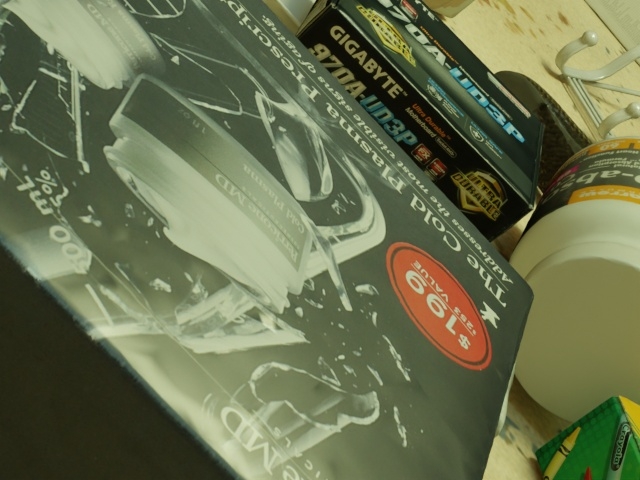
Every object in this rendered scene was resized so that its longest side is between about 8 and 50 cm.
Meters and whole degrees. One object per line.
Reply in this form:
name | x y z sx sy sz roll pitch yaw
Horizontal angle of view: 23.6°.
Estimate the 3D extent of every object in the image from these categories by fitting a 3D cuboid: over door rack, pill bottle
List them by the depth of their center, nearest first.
pill bottle | 0.231 0.027 1.190 0.162 0.162 0.278 48 24 -3
over door rack | 0.426 -0.107 1.765 0.324 0.108 0.240 18 40 -49

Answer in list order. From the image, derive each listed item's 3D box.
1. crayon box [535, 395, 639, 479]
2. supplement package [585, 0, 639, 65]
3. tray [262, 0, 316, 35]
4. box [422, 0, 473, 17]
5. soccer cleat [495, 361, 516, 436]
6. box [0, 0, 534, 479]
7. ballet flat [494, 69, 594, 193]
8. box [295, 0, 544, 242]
crayon box | 0.283 0.236 1.077 0.278 0.081 0.165 29 32 -37
supplement package | 0.437 -0.372 2.115 0.244 0.139 0.134 51 26 1
tray | 0.039 -0.135 1.256 0.270 0.030 0.145 46 26 -7
box | 0.086 -0.316 1.419 0.121 0.148 0.311 56 22 16
soccer cleat | 0.000 0.000 0.899 0.331 0.116 0.143 40 26 -20
box | -0.100 0.014 0.643 0.343 0.179 0.312 46 26 -7
ballet flat | 0.234 -0.056 1.422 0.250 0.084 0.058 53 12 18
box | 0.082 -0.120 1.209 0.220 0.051 0.175 44 25 -11
